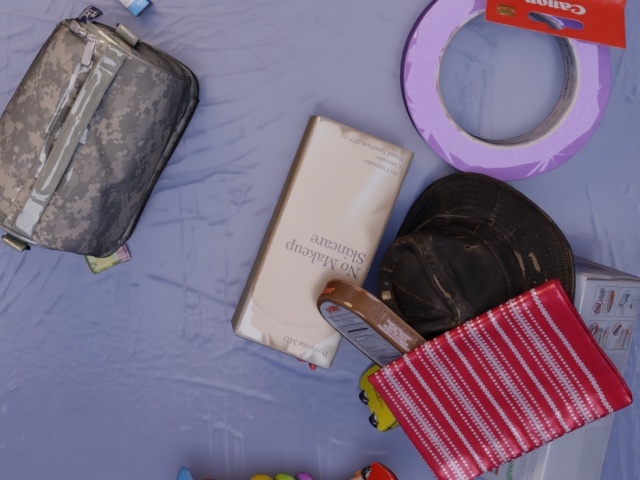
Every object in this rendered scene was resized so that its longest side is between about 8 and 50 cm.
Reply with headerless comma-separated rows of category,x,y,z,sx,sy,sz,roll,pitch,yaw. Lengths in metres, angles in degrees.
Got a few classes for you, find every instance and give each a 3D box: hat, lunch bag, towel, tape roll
hat,0.165,0.064,1.797,0.134,0.331,0.331,1,103,-42
lunch bag,-0.301,-0.135,1.786,0.212,0.256,0.305,28,96,-4
towel,-0.307,0.001,1.940,0.060,0.009,0.083,-25,98,4
tape roll,0.246,-0.221,1.868,0.274,0.090,0.275,0,99,0
towel,0.223,0.184,1.722,0.275,0.031,0.199,-29,106,15

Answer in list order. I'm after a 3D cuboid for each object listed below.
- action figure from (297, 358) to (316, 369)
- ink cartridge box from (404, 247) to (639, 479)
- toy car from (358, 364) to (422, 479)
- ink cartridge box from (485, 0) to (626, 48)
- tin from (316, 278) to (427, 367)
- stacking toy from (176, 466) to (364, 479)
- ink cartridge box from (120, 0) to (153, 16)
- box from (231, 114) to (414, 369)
action figure,-0.030,0.129,1.954,0.038,0.030,0.115,-21,93,8
ink cartridge box,0.267,0.163,1.887,0.130,0.272,0.309,3,103,-40
toy car,0.136,0.279,1.881,0.053,0.225,0.239,25,64,-41
ink cartridge box,0.310,-0.359,1.787,0.189,0.232,0.066,11,136,-3
tin,0.076,0.121,1.774,0.189,0.106,0.040,41,64,-14
stacking toy,-0.043,0.382,1.951,0.302,0.175,0.166,-17,129,-15
ink cartridge box,-0.264,-0.339,1.862,0.028,0.048,0.083,-43,98,6
box,0.000,0.000,1.870,0.148,0.121,0.311,20,93,-6
